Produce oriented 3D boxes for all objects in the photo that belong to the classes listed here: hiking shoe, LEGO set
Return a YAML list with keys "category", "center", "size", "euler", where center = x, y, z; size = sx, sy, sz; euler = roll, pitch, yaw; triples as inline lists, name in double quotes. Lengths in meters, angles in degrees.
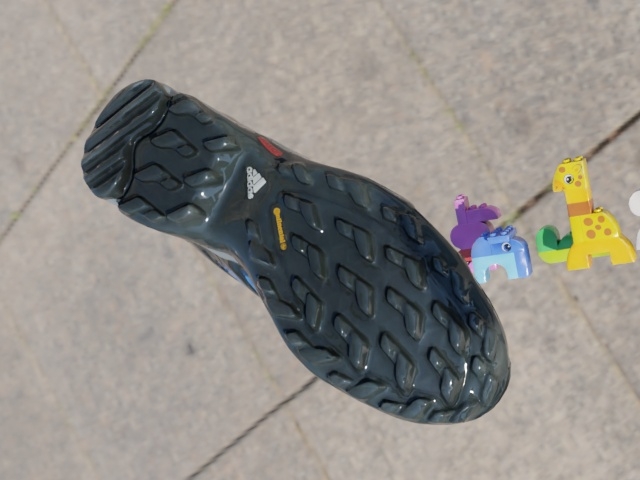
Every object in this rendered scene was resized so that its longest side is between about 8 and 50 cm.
- category: "hiking shoe"
  center: [0.000, 0.000, 0.840]
  size: [0.304, 0.132, 0.113]
  euler: [38, 99, 21]
- category: "LEGO set"
  center: [0.204, -0.024, 1.174]
  size: [0.227, 0.087, 0.093]
  euler: [-9, 98, 20]
